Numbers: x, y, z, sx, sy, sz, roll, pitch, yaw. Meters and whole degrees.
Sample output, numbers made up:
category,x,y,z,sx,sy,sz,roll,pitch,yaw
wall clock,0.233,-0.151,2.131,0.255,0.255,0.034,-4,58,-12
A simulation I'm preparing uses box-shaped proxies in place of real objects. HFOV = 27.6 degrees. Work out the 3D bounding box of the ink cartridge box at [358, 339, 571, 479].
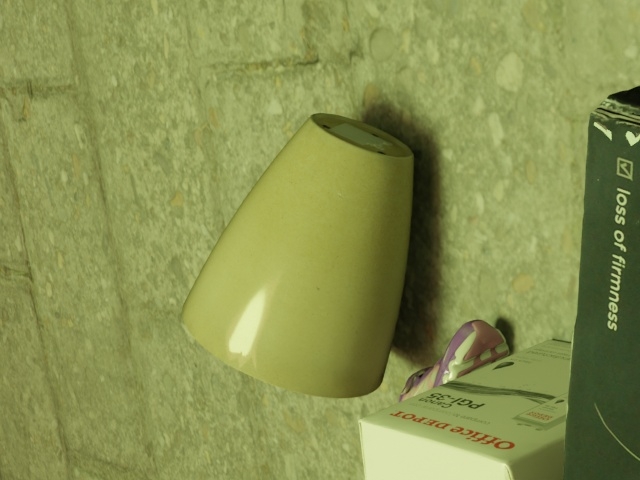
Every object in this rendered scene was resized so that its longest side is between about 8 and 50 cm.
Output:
category,x,y,z,sx,sy,sz,roll,pitch,yaw
ink cartridge box,0.209,0.201,1.264,0.207,0.283,0.117,8,110,51

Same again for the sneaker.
category,x,y,z,sx,sy,sz,roll,pitch,yaw
sneaker,0.141,0.177,1.513,0.104,0.095,0.236,50,139,40

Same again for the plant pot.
category,x,y,z,sx,sy,sz,roll,pitch,yaw
plant pot,0.000,0.000,1.523,0.256,0.256,0.274,36,114,40

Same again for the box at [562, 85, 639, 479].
category,x,y,z,sx,sy,sz,roll,pitch,yaw
box,0.445,0.151,0.921,0.472,0.297,0.479,28,127,46
